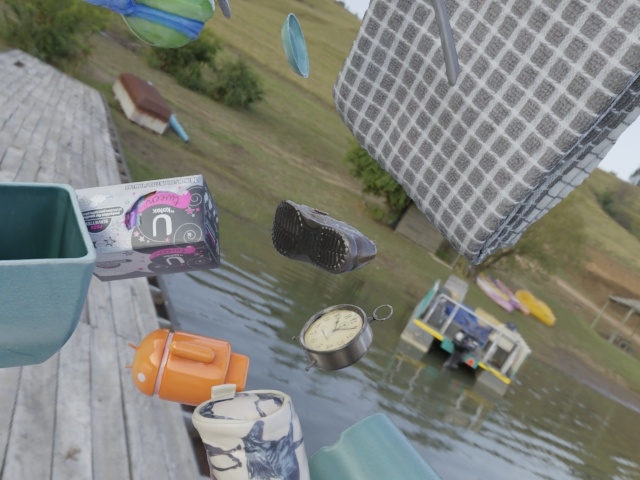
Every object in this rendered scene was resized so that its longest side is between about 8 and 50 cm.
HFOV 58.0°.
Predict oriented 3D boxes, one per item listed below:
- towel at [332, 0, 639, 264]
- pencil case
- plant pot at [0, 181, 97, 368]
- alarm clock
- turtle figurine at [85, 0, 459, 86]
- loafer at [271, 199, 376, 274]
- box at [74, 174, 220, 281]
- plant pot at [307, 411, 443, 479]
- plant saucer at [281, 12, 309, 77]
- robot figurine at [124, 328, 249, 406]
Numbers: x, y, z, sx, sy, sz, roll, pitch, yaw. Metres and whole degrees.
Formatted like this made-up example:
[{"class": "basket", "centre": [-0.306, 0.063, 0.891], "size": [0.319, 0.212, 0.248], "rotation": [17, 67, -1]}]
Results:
[{"class": "towel", "centre": [0.143, -0.151, 0.488], "size": [0.121, 0.284, 0.235], "rotation": [-17, 59, -37]}, {"class": "pencil case", "centre": [-0.089, 0.436, 0.918], "size": [0.159, 0.411, 0.183], "rotation": [-14, 3, -38]}, {"class": "plant pot", "centre": [-0.526, 0.070, 0.937], "size": [0.247, 0.253, 0.247], "rotation": [-1, 34, -33]}, {"class": "alarm clock", "centre": [0.048, 0.170, 1.059], "size": [0.064, 0.192, 0.129], "rotation": [63, -3, -28]}, {"class": "turtle figurine", "centre": [-0.036, -0.249, 0.337], "size": [0.274, 0.267, 0.197], "rotation": [-7, 30, -40]}, {"class": "loafer", "centre": [0.000, 0.000, 1.390], "size": [0.130, 0.134, 0.366], "rotation": [7, 15, -35]}, {"class": "box", "centre": [-0.330, -0.018, 1.113], "size": [0.247, 0.142, 0.163], "rotation": [-8, -21, -2]}, {"class": "plant pot", "centre": [0.133, 0.564, 1.188], "size": [0.334, 0.341, 0.341], "rotation": [53, 17, 26]}, {"class": "plant saucer", "centre": [-0.050, -0.367, 1.096], "size": [0.021, 0.120, 0.119], "rotation": [-9, -3, 15]}, {"class": "robot figurine", "centre": [-0.244, 0.233, 1.051], "size": [0.219, 0.128, 0.158], "rotation": [15, 0, -11]}]
